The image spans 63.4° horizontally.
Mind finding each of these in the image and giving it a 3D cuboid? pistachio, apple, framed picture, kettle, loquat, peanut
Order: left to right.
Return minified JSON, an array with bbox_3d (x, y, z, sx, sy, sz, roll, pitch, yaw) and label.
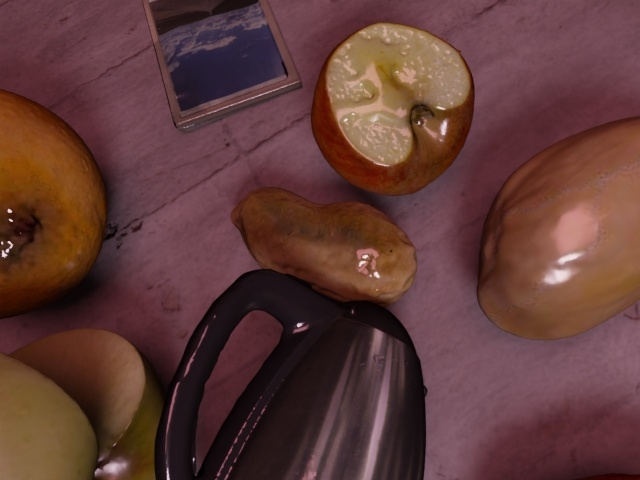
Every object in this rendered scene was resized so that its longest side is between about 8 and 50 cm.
[{"bbox_3d":[-0.380,-0.040,0.590,0.263,0.263,0.263,-3,71,8],"label":"loquat"},{"bbox_3d":[-0.286,0.212,0.480,0.254,0.292,0.291,-8,70,16],"label":"apple"},{"bbox_3d":[-0.154,-0.296,0.770,0.189,0.023,0.260,-19,69,-1],"label":"framed picture"},{"bbox_3d":[-0.009,0.177,0.494,0.251,0.207,0.271,23,67,3],"label":"kettle"},{"bbox_3d":[0.000,0.000,0.601,0.236,0.110,0.120,23,87,24],"label":"peanut"},{"bbox_3d":[0.085,-0.146,0.604,0.173,0.160,0.195,39,83,22],"label":"apple"},{"bbox_3d":[0.278,-0.018,0.532,0.293,0.162,0.181,-36,87,-8],"label":"pistachio"}]

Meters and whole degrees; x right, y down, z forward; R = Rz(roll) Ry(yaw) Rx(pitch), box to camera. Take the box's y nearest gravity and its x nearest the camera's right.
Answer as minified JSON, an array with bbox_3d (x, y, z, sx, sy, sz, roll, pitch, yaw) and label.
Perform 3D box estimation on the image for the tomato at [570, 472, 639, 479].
[{"bbox_3d":[0.268,0.313,0.455,0.228,0.101,0.227,-3,78,13],"label":"tomato"}]
